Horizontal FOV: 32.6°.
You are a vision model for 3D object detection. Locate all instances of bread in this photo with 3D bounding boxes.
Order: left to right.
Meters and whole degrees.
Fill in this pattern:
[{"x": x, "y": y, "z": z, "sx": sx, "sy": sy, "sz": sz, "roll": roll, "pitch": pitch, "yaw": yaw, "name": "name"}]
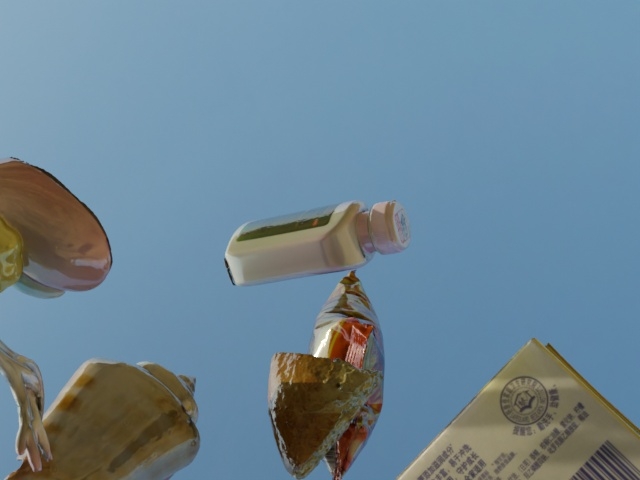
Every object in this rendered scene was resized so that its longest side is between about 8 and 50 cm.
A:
[{"x": -0.017, "y": 0.170, "z": 1.240, "sx": 0.154, "sy": 0.054, "sz": 0.136, "roll": -47, "pitch": -132, "yaw": 1, "name": "bread"}]

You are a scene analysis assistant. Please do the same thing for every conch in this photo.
[{"x": -0.212, "y": 0.216, "z": 1.174, "sx": 0.127, "sy": 0.158, "sz": 0.255, "roll": -9, "pitch": -153, "yaw": 34, "name": "conch"}]

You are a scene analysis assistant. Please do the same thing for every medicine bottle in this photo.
[{"x": 0.000, "y": 0.000, "z": 1.343, "sx": 0.219, "sy": 0.078, "sz": 0.115, "roll": -11, "pitch": -164, "yaw": 25, "name": "medicine bottle"}]

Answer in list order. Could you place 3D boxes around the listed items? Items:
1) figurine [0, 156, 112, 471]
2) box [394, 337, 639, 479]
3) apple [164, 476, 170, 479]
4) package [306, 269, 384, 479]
[{"x": -0.345, "y": 0.080, "z": 1.115, "sx": 0.206, "sy": 0.284, "sz": 0.315, "roll": -10, "pitch": -164, "yaw": 28, "name": "figurine"}, {"x": 0.152, "y": 0.230, "z": 0.895, "sx": 0.265, "sy": 0.097, "sz": 0.168, "roll": -49, "pitch": -119, "yaw": 4, "name": "box"}, {"x": -0.267, "y": 0.271, "z": 1.456, "sx": 0.199, "sy": 0.199, "sz": 0.199, "roll": 3, "pitch": -128, "yaw": -4, "name": "apple"}, {"x": 0.028, "y": 0.169, "z": 1.454, "sx": 0.108, "sy": 0.223, "sz": 0.288, "roll": 6, "pitch": -171, "yaw": -2, "name": "package"}]
